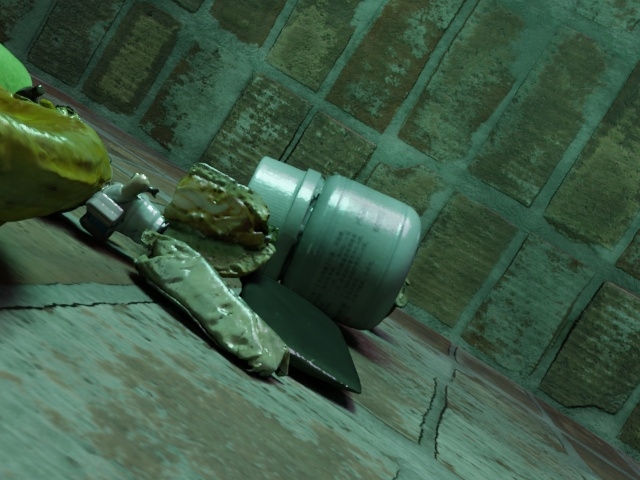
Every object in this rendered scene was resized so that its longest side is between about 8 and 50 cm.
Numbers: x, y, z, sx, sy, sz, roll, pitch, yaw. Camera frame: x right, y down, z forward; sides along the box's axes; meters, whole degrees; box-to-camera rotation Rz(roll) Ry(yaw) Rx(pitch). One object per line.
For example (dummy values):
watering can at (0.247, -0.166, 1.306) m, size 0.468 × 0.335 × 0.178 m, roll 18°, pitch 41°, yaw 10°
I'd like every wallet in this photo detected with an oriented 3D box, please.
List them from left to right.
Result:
wallet at (-0.034, 0.116, 0.900) m, size 0.168 × 0.052 × 0.245 m, roll 31°, pitch 6°, yaw -9°

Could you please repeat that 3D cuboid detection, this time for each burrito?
burrito at (-0.122, 0.063, 0.759) m, size 0.229 × 0.063 × 0.058 m, roll 40°, pitch -31°, yaw 23°

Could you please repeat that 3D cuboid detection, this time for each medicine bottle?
medicine bottle at (0.000, 0.000, 1.296) m, size 0.306 × 0.245 × 0.245 m, roll 24°, pitch 3°, yaw -3°

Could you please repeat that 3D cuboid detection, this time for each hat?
hat at (-0.565, -0.256, 1.604) m, size 0.076 × 0.059 × 0.077 m, roll 48°, pitch 8°, yaw 1°

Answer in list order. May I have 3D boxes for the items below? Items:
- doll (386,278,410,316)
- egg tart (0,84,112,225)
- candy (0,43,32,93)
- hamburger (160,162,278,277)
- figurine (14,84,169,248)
doll at (0.048, 0.031, 1.618) m, size 0.349 × 0.247 × 0.247 m, roll 46°, pitch 1°, yaw -5°
egg tart at (-0.305, -0.084, 0.508) m, size 0.319 × 0.128 × 0.319 m, roll 30°, pitch 2°, yaw -1°
candy at (-0.456, -0.197, 0.769) m, size 0.132 × 0.142 × 0.343 m, roll 19°, pitch -2°, yaw 16°
hamburger at (-0.154, -0.005, 1.002) m, size 0.155 × 0.135 × 0.207 m, roll 32°, pitch -16°, yaw -14°
figurine at (-0.280, -0.069, 0.840) m, size 0.229 × 0.112 × 0.137 m, roll 38°, pitch -26°, yaw -9°
